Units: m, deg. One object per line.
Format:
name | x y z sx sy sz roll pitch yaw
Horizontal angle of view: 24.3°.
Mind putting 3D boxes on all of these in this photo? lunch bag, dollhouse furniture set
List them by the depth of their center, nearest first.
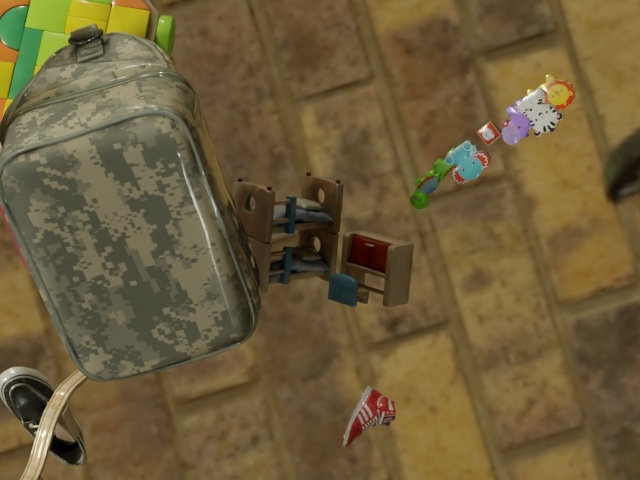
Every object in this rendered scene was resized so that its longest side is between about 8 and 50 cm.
lunch bag | -0.191 -0.043 1.521 0.256 0.212 0.305 -97 -11 -59
dollhouse furniture set | 0.000 0.000 1.762 0.183 0.129 0.129 16 107 42

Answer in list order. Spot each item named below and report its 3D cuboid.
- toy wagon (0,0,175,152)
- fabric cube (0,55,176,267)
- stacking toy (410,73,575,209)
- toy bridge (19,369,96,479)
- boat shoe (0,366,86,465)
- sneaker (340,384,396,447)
toy wagon | -0.316 -0.254 1.824 0.068 0.267 0.344 103 175 -69
fabric cube | -0.342 -0.146 2.244 0.258 0.259 0.254 67 -158 -7
stacking toy | 0.209 -0.116 1.800 0.052 0.221 0.167 52 -162 -1
toy bridge | -0.296 0.206 1.697 0.063 0.026 0.188 81 -154 -49
boat shoe | -0.443 0.287 2.404 0.219 0.077 0.070 55 180 -41
sneaker | 0.079 0.290 2.357 0.118 0.067 0.042 -61 -5 -36
